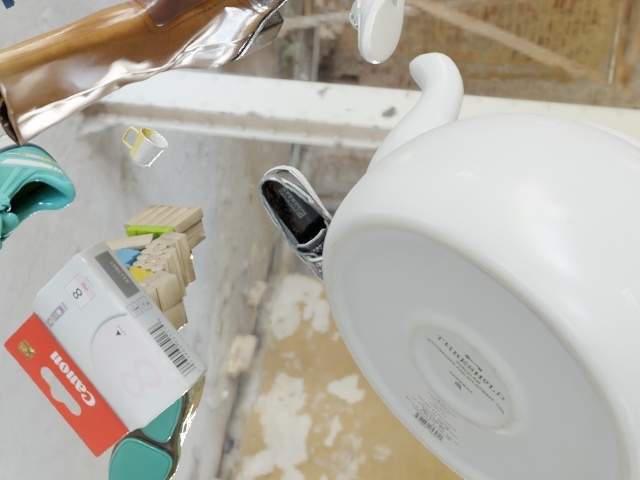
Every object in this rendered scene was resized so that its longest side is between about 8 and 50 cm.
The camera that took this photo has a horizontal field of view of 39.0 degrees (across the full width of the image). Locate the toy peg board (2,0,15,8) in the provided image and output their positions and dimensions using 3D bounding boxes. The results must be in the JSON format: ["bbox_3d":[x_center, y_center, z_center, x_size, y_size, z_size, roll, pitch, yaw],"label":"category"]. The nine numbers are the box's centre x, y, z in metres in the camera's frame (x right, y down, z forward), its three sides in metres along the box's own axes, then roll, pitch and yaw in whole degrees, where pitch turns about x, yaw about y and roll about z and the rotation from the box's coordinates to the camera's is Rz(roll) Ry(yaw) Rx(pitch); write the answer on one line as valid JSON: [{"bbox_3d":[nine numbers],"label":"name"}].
[{"bbox_3d":[-0.520,-0.388,1.432,0.160,0.161,0.079,51,-14,51],"label":"toy peg board"}]

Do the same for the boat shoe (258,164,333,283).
[{"bbox_3d":[0.000,0.000,1.575,0.301,0.108,0.102,54,16,-6],"label":"boat shoe"}]

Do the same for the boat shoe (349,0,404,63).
[{"bbox_3d":[0.073,-0.320,1.251,0.066,0.063,0.184,34,58,-48],"label":"boat shoe"}]

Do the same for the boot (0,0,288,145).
[{"bbox_3d":[-0.151,-0.204,0.760,0.096,0.281,0.264,61,-24,4],"label":"boot"}]

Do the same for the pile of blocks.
[{"bbox_3d":[-0.270,0.060,1.440,0.362,0.149,0.112,-88,170,-66],"label":"pile of blocks"}]

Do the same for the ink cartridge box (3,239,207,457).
[{"bbox_3d":[-0.262,0.139,1.023,0.232,0.189,0.066,-40,179,27],"label":"ink cartridge box"}]

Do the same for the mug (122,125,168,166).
[{"bbox_3d":[-0.350,-0.186,1.801,0.062,0.078,0.064,5,129,-54],"label":"mug"}]

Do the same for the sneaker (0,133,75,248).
[{"bbox_3d":[-0.383,-0.037,0.970,0.275,0.110,0.107,-35,157,-47],"label":"sneaker"}]

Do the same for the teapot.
[{"bbox_3d":[0.142,0.025,0.522,0.187,0.253,0.256,-37,115,-27],"label":"teapot"}]

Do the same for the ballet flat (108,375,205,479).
[{"bbox_3d":[-0.279,0.326,1.583,0.123,0.123,0.348,-72,-175,-55],"label":"ballet flat"}]
